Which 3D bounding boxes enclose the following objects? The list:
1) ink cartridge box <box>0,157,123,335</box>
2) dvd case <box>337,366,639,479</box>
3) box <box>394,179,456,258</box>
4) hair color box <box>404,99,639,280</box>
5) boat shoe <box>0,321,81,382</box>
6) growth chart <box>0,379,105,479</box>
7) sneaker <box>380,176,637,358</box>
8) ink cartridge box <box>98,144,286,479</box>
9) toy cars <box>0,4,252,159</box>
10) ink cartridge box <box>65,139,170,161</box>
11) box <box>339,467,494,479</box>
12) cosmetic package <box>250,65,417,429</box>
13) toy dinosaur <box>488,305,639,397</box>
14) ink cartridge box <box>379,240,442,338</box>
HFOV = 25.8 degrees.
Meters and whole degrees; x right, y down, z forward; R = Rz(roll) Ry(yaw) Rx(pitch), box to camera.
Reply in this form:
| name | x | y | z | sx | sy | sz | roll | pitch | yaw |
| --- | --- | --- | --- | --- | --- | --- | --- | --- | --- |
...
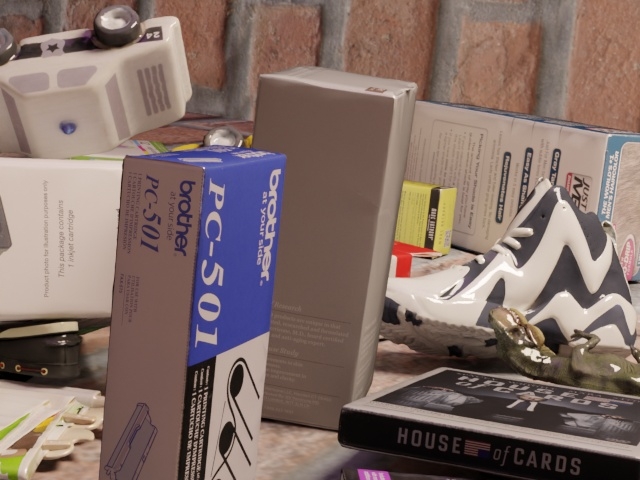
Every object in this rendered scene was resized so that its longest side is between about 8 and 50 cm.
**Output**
| name | x | y | z | sx | sy | sz | roll | pitch | yaw |
| --- | --- | --- | --- | --- | --- | --- | --- | --- | --- |
| ink cartridge box | -0.282 | 0.009 | 1.005 | 0.273 | 0.114 | 0.198 | 1 | -8 | -22 |
| dvd case | 0.132 | 0.118 | 0.902 | 0.179 | 0.029 | 0.239 | 7 | 4 | 19 |
| box | 0.044 | -0.038 | 1.699 | 0.232 | 0.087 | 0.058 | 8 | 8 | 24 |
| hair color box | 0.244 | -0.066 | 1.703 | 0.105 | 0.173 | 0.347 | 0 | 11 | -36 |
| boat shoe | -0.219 | 0.081 | 0.973 | 0.133 | 0.042 | 0.049 | -6 | -2 | 36 |
| growth chart | -0.225 | 0.114 | 0.840 | 0.172 | 0.021 | 0.237 | 9 | 10 | 16 |
| sneaker | 0.149 | 0.016 | 1.164 | 0.235 | 0.153 | 0.094 | 5 | -21 | -5 |
| ink cartridge box | -0.064 | 0.059 | 0.693 | 0.046 | 0.207 | 0.097 | 9 | 10 | 21 |
| toy cars | -0.107 | -0.071 | 1.099 | 0.394 | 0.176 | 0.087 | 21 | 39 | -32 |
| ink cartridge box | -0.307 | -0.068 | 1.643 | 0.255 | 0.097 | 0.189 | 4 | 10 | -15 |
| box | 0.094 | 0.157 | 0.741 | 0.162 | 0.029 | 0.116 | 6 | 10 | -5 |
| cosmetic package | 0.000 | 0.000 | 0.985 | 0.107 | 0.238 | 0.127 | 7 | 9 | 9 |
| toy dinosaur | 0.258 | 0.108 | 1.053 | 0.268 | 0.064 | 0.118 | 16 | 17 | 29 |
| ink cartridge box | -0.015 | 0.040 | 1.218 | 0.134 | 0.078 | 0.231 | 15 | 14 | 42 |
